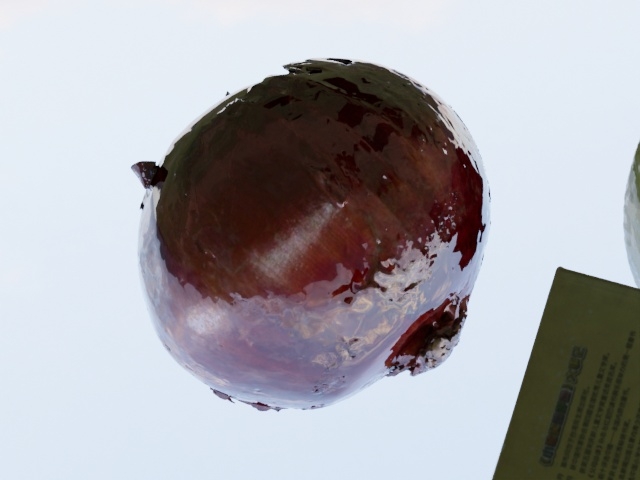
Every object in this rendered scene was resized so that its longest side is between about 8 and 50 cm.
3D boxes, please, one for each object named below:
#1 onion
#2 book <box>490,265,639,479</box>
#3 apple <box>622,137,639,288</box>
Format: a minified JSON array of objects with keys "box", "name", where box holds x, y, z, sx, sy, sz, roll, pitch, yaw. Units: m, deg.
[{"box":[0.000,0.000,1.416,0.276,0.276,0.276,-5,-153,3],"name":"onion"},{"box":[0.210,0.118,1.173,0.192,0.168,0.013,16,169,13],"name":"book"},{"box":[0.364,-0.041,1.510,0.292,0.254,0.292,7,-164,-2],"name":"apple"}]
